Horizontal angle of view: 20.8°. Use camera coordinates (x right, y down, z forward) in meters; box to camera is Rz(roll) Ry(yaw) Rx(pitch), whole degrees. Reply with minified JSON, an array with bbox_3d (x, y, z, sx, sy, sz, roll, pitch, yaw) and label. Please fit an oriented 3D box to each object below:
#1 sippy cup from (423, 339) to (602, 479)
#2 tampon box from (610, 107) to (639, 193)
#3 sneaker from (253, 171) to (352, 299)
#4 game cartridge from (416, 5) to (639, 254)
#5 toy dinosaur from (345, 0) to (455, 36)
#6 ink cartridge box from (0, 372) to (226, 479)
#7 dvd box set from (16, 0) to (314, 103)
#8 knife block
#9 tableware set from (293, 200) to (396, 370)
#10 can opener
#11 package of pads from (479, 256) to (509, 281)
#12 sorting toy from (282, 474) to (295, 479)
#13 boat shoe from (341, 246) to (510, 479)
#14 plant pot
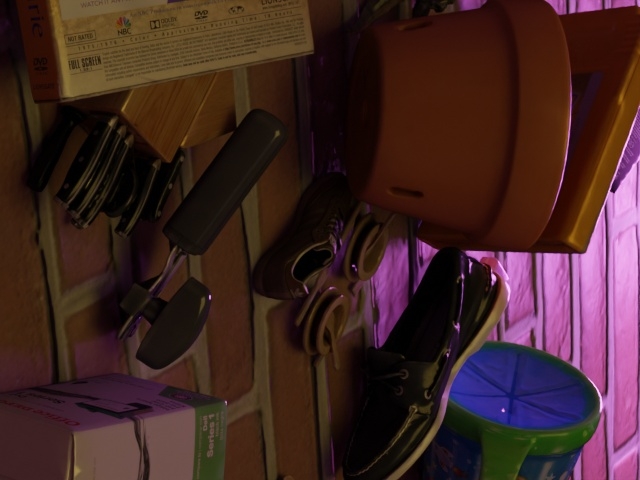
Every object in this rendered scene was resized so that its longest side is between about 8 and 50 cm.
[{"bbox_3d":[0.233,0.282,2.293,0.305,0.240,0.224,-17,127,-43],"label":"sippy cup"},{"bbox_3d":[0.393,-0.174,2.429,0.161,0.120,0.101,-54,140,-6],"label":"tampon box"},{"bbox_3d":[0.000,0.000,2.020,0.188,0.071,0.066,-56,138,-28],"label":"sneaker"},{"bbox_3d":[0.271,-0.138,2.176,0.052,0.285,0.324,29,74,-32],"label":"game cartridge"},{"bbox_3d":[0.117,-0.303,2.111,0.268,0.064,0.118,-55,131,-26],"label":"toy dinosaur"},{"bbox_3d":[-0.221,0.198,1.701,0.219,0.160,0.093,-5,102,-53],"label":"ink cartridge box"},{"bbox_3d":[-0.163,-0.357,1.619,0.307,0.062,0.420,-17,103,-40],"label":"dvd box set"},{"bbox_3d":[-0.192,-0.150,1.707,0.242,0.088,0.276,-24,118,-49],"label":"knife block"},{"bbox_3d":[0.038,0.056,2.087,0.194,0.039,0.128,-61,156,-21],"label":"tableware set"},{"bbox_3d":[-0.111,0.002,1.791,0.283,0.095,0.076,-53,178,3],"label":"can opener"},{"bbox_3d":[0.223,0.068,2.372,0.050,0.032,0.083,50,60,-44],"label":"package of pads"},{"bbox_3d":[-0.050,0.311,2.087,0.062,0.012,0.083,-59,143,-18],"label":"sorting toy"},{"bbox_3d":[0.109,0.153,2.170,0.113,0.127,0.340,45,74,-30],"label":"boat shoe"},{"bbox_3d":[0.144,-0.138,2.003,0.203,0.291,0.291,3,100,-11],"label":"plant pot"}]
